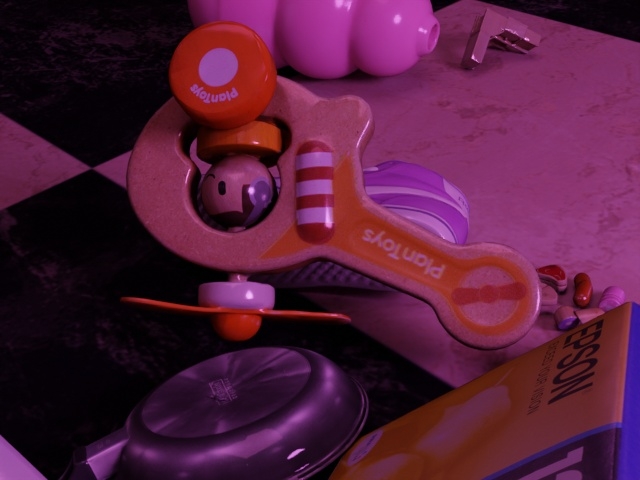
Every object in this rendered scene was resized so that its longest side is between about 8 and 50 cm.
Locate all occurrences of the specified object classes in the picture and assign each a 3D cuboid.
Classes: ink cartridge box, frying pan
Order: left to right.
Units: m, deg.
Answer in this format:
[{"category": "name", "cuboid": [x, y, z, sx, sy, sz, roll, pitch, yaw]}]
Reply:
[{"category": "frying pan", "cuboid": [-0.125, 0.143, 0.736, 0.326, 0.053, 0.197, -11, 19, 10]}, {"category": "ink cartridge box", "cuboid": [0.109, 0.127, 0.501, 0.307, 0.072, 0.303, -35, 0, 22]}]

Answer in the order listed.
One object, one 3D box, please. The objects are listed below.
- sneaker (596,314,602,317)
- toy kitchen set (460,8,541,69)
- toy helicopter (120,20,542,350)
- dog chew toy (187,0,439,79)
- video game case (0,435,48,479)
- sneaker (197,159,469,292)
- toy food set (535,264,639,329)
[{"category": "sneaker", "cuboid": [0.235, 0.111, 0.672, 0.153, 0.094, 0.235, 2, 19, 27]}, {"category": "toy kitchen set", "cuboid": [0.230, -0.248, 1.297, 0.083, 0.075, 0.068, 23, -11, -13]}, {"category": "toy helicopter", "cuboid": [0.000, 0.000, 0.781, 0.355, 0.140, 0.235, 26, 82, 14]}, {"category": "dog chew toy", "cuboid": [-0.005, -0.303, 1.273, 0.331, 0.207, 0.206, 19, 41, 21]}, {"category": "video game case", "cuboid": [-0.276, 0.249, 0.549, 0.300, 0.036, 0.329, 35, 49, 22]}, {"category": "sneaker", "cuboid": [0.004, -0.027, 0.951, 0.282, 0.102, 0.161, 11, 30, 14]}, {"category": "toy food set", "cuboid": [0.222, 0.052, 0.855, 0.077, 0.019, 0.122, -21, 28, -21]}]
